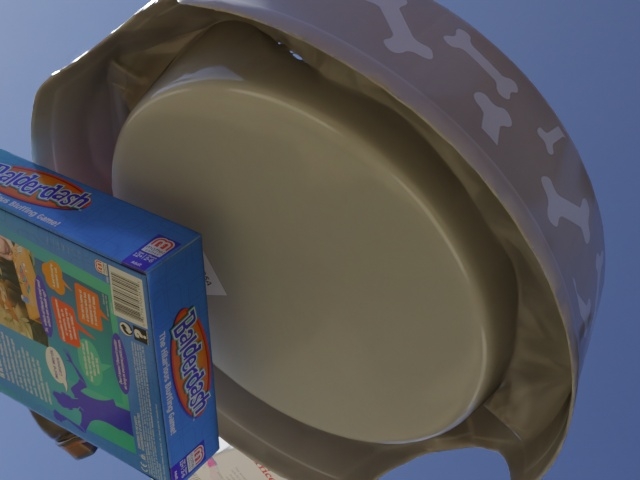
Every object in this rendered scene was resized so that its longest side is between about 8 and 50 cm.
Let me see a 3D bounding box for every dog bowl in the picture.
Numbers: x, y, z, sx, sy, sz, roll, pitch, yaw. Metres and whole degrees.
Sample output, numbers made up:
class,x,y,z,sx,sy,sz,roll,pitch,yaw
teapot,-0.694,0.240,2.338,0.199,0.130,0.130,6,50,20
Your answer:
class,x,y,z,sx,sy,sz,roll,pitch,yaw
dog bowl,0.000,0.000,0.662,0.349,0.102,0.348,23,-42,23

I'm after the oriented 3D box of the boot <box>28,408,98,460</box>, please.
class,x,y,z,sx,sy,sz,roll,pitch,yaw
boot,-0.187,0.104,0.923,0.106,0.082,0.219,40,-44,-13

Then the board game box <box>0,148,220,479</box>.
class,x,y,z,sx,sy,sz,roll,pitch,yaw
board game box,-0.157,0.036,0.684,0.210,0.047,0.160,22,-49,28

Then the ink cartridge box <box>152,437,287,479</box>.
class,x,y,z,sx,sy,sz,roll,pitch,yaw
ink cartridge box,-0.055,0.187,1.005,0.143,0.090,0.092,-23,-65,32
